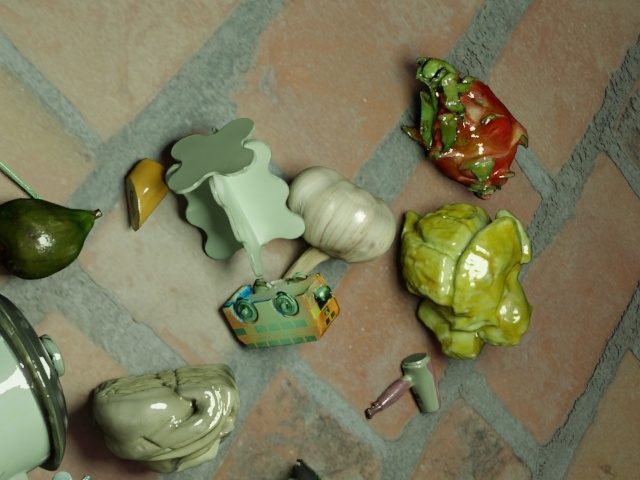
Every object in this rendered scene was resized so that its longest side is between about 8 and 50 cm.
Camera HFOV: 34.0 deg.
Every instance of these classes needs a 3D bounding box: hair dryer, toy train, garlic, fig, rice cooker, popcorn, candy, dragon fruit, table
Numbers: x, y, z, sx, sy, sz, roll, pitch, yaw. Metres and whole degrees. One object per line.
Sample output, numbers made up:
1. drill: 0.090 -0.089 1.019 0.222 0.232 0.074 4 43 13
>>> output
1. hair dryer: 0.141 0.274 1.856 0.154 0.054 0.106 -22 106 -26
2. toy train: -0.058 0.109 1.618 0.072 0.188 0.099 -46 119 -49
3. garlic: 0.000 0.000 1.690 0.199 0.199 0.226 33 95 -32
4. fig: -0.371 -0.007 1.445 0.177 0.117 0.117 -17 99 -59
5. rice cooker: -0.451 0.199 1.267 0.316 0.264 0.316 9 70 -26
6. popcorn: 0.262 0.062 1.841 0.276 0.225 0.276 -5 96 -48
7. candy: -0.443 -0.113 1.422 0.201 0.060 0.060 49 61 -33
8. dragon fruit: 0.248 -0.196 1.856 0.269 0.198 0.200 31 47 -52
9. table: -0.126 -0.056 1.577 0.166 0.166 0.198 -49 134 -28

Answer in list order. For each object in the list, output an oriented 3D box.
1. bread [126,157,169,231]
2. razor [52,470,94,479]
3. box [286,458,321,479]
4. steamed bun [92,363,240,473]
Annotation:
1. bread: -0.264 -0.072 1.552 0.062 0.049 0.103 47 60 -26
2. razor: -0.329 0.346 1.393 0.068 0.232 0.106 29 64 10
3. box: -0.074 0.507 1.584 0.106 0.264 0.337 5 84 -9
4. steamed bun: -0.217 0.261 1.486 0.211 0.218 0.144 -6 93 -11
